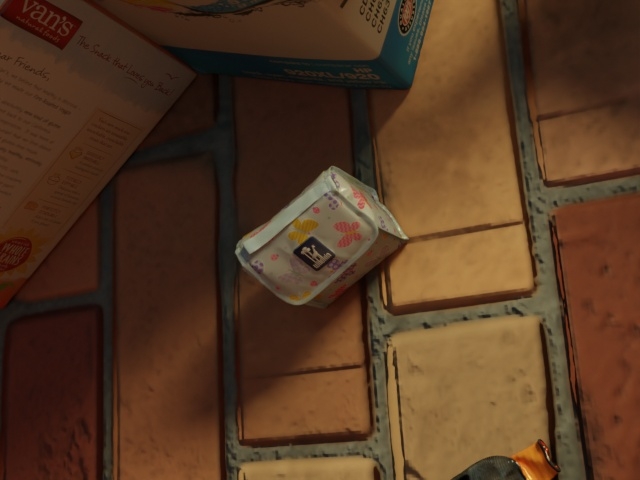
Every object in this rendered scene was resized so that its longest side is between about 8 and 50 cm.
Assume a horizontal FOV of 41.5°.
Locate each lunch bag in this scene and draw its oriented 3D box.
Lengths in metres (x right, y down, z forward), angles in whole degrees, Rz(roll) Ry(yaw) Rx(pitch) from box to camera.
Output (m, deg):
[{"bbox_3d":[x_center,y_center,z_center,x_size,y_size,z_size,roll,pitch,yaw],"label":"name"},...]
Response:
[{"bbox_3d":[0.000,0.000,0.469,0.071,0.083,0.053,-39,64,14],"label":"lunch bag"}]

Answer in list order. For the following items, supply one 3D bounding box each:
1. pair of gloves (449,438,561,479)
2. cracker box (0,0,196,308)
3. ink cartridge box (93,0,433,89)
[{"bbox_3d":[0.099,0.150,0.425,0.074,0.010,0.083,-36,64,16],"label":"pair of gloves"},{"bbox_3d":[-0.212,-0.068,0.554,0.232,0.155,0.067,-47,61,10],"label":"cracker box"},{"bbox_3d":[-0.046,-0.206,0.455,0.168,0.232,0.171,12,84,29],"label":"ink cartridge box"}]
